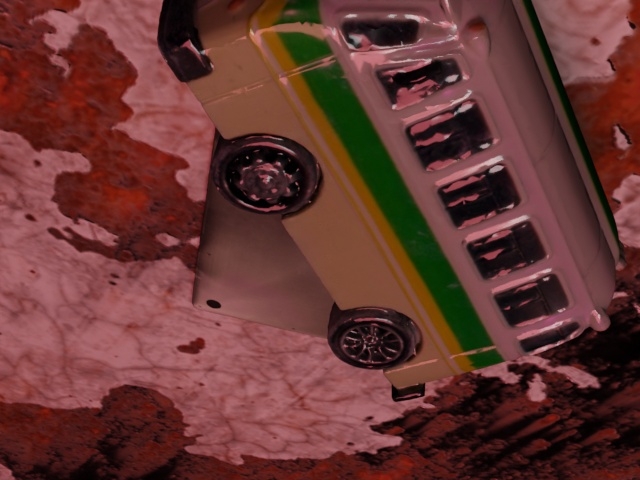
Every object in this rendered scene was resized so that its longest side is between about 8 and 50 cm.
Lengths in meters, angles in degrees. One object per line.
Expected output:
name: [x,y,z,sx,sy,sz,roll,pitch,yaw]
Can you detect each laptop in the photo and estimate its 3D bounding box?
laptop: [0.000,0.000,0.791,0.187,0.015,0.269,13,142,-3]

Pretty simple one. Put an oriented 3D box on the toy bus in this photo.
toy bus: [0.055,-0.058,0.590,0.179,0.143,0.305,-15,131,23]
